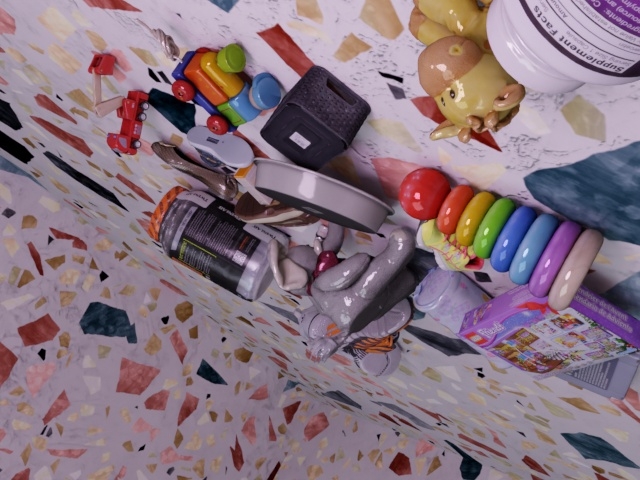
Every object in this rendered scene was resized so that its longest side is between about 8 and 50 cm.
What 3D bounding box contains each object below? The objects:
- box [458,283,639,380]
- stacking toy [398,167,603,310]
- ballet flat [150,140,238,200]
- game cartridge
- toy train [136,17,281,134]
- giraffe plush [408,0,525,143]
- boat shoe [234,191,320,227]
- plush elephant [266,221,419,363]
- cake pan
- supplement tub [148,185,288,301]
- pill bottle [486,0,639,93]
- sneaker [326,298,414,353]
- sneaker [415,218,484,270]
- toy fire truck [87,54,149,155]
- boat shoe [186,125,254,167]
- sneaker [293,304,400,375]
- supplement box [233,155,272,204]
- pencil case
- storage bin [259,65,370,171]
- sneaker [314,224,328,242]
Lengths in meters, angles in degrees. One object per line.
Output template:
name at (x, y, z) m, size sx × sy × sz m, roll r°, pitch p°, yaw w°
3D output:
box at (0.420, 0.167, 1.240) m, size 0.200 × 0.057 × 0.293 m, roll 30°, pitch 152°, yaw -7°
stacking toy at (0.276, -0.019, 1.083) m, size 0.330 × 0.141 × 0.141 m, roll 28°, pitch 160°, yaw 21°
ballet flat at (-0.304, -0.182, 1.617) m, size 0.249 × 0.058 × 0.084 m, roll 33°, pitch -164°, yaw 10°
game cartridge at (0.555, 0.236, 1.379) m, size 0.198 × 0.062 × 0.297 m, roll 25°, pitch 159°, yaw 27°
toy train at (-0.187, -0.298, 1.122) m, size 0.143 × 0.105 × 0.248 m, roll -7°, pitch 138°, yaw 44°
giraffe plush at (0.173, -0.198, 0.734) m, size 0.210 × 0.171 × 0.181 m, roll 27°, pitch 159°, yaw 10°
boat shoe at (-0.099, -0.064, 1.541) m, size 0.257 × 0.095 × 0.095 m, roll 5°, pitch 153°, yaw 49°
plush elephant at (0.030, 0.074, 1.467) m, size 0.255 × 0.330 × 0.272 m, roll 44°, pitch 176°, yaw 24°
cake pan at (-0.002, -0.081, 1.280) m, size 0.293 × 0.054 × 0.293 m, roll 21°, pitch 177°, yaw 1°
supplement tub at (-0.273, 0.002, 1.768) m, size 0.337 × 0.207 × 0.207 m, roll 29°, pitch 160°, yaw 6°
pill bottle at (0.260, -0.240, 0.502) m, size 0.181 × 0.182 × 0.323 m, roll 33°, pitch 160°, yaw -5°
sneaker at (0.175, 0.230, 1.830) m, size 0.180 × 0.125 × 0.321 m, roll 15°, pitch 154°, yaw -35°
sneaker at (0.248, -0.001, 1.230) m, size 0.094 × 0.082 × 0.208 m, roll 14°, pitch 165°, yaw 37°
toy fire truck at (-0.443, -0.290, 1.430) m, size 0.047 × 0.192 × 0.135 m, roll 14°, pitch -178°, yaw 41°
boat shoe at (-0.207, -0.190, 1.448) m, size 0.183 × 0.065 × 0.083 m, roll 28°, pitch 162°, yaw 29°
sneaker at (0.081, 0.304, 2.094) m, size 0.365 × 0.138 × 0.210 m, roll 29°, pitch 177°, yaw -30°
supplement box at (-0.138, -0.134, 1.473) m, size 0.036 × 0.062 × 0.098 m, roll 6°, pitch 148°, yaw 47°
pencil case at (0.330, 0.171, 1.442) m, size 0.273 × 0.114 × 0.124 m, roll 36°, pitch 130°, yaw -17°
storage bin at (-0.013, -0.199, 1.118) m, size 0.122 × 0.084 × 0.180 m, roll 36°, pitch 158°, yaw -13°
sneaker at (0.000, 0.000, 1.619) m, size 0.040 × 0.044 × 0.109 m, roll 25°, pitch 161°, yaw 11°
